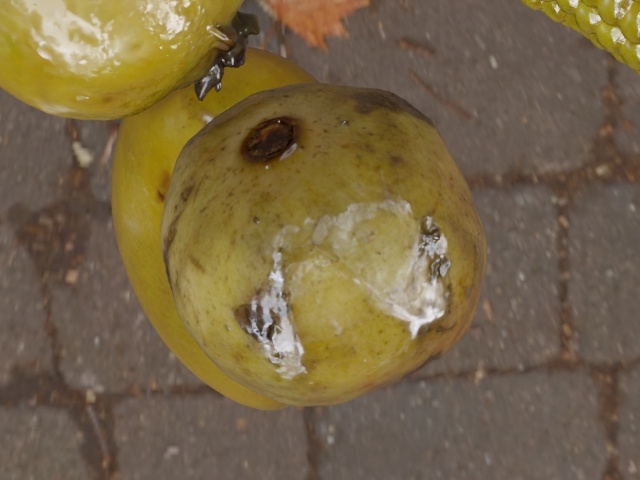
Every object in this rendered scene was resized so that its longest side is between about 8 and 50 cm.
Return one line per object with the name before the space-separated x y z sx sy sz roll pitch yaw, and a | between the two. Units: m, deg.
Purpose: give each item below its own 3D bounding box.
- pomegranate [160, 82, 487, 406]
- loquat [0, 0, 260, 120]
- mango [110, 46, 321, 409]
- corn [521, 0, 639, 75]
pomegranate | 0.000 0.000 1.428 0.281 0.281 0.281 -2 116 -4
loquat | -0.147 -0.191 1.189 0.243 0.244 0.244 -2 116 -4
mango | -0.081 -0.003 1.826 0.300 0.232 0.446 21 137 26
corn | 0.225 -0.089 0.700 0.387 0.144 0.144 28 114 17
